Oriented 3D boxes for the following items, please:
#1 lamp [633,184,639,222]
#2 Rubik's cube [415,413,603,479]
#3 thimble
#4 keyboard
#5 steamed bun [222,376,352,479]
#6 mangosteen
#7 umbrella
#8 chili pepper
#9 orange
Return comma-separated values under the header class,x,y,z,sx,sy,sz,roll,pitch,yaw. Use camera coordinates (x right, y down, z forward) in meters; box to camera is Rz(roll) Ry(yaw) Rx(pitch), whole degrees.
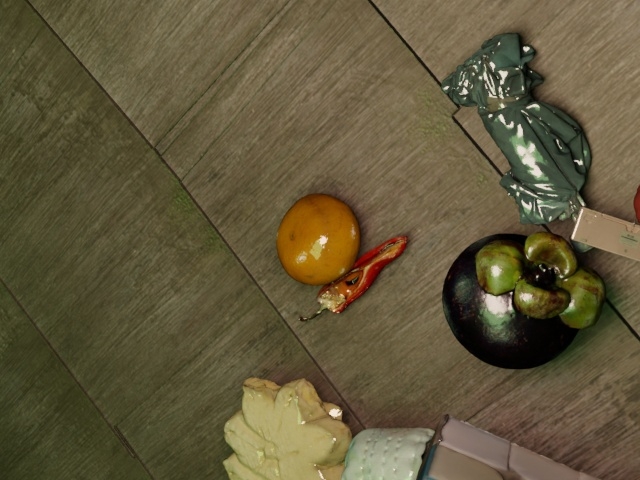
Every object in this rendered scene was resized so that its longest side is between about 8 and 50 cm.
class,x,y,z,sx,sy,sz,roll,pitch,yaw
lamp,0.500,-0.051,1.586,0.101,0.090,0.101,-1,72,2
Rubik's cube,0.252,0.511,1.570,0.347,0.347,0.344,22,109,9
thimble,0.134,0.421,1.852,0.149,0.185,0.211,-7,62,28
keyboard,0.449,-0.003,1.619,0.166,0.017,0.055,17,95,-7
steamed bun,-0.039,0.371,1.971,0.292,0.137,0.295,-40,70,39
mangosteen,0.298,0.084,1.653,0.243,0.243,0.243,8,107,27
umbrella,0.319,-0.139,1.657,0.143,0.094,0.348,-32,89,25
chili pepper,0.058,0.064,1.881,0.059,0.050,0.268,41,120,-11
orange,0.000,0.000,1.845,0.156,0.124,0.156,-13,73,50
